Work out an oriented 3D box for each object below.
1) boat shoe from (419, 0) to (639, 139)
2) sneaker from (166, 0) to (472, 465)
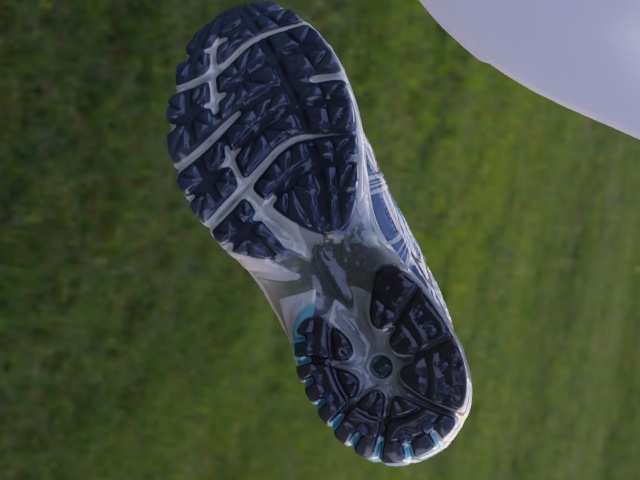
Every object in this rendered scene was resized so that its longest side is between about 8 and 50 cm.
[{"bbox_3d":[0.157,-0.108,0.814,0.108,0.301,0.102,-60,178,32],"label":"boat shoe"},{"bbox_3d":[0.000,0.000,1.058,0.122,0.110,0.283,38,29,-76],"label":"sneaker"}]
